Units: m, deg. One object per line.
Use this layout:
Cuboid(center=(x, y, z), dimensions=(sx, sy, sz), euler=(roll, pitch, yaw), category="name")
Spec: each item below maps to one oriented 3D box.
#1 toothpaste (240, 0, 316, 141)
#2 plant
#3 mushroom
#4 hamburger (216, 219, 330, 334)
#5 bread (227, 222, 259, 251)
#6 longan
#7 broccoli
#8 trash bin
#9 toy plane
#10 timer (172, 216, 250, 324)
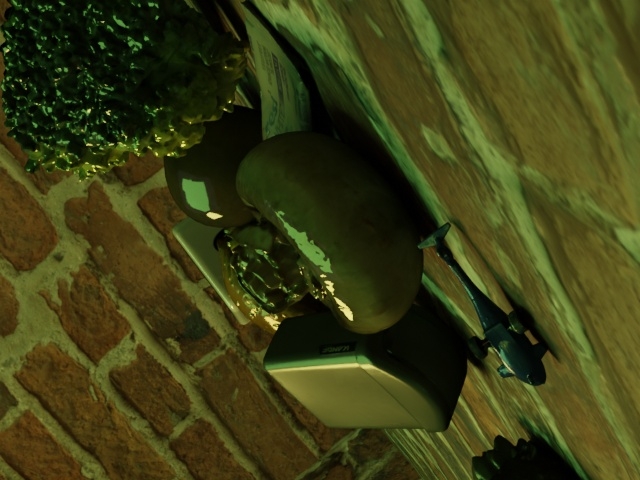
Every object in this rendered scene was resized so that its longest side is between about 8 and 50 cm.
Cuboid(center=(-0.035, -0.133, 1.259), dimensions=(0.099, 0.068, 0.282), euler=(22, 156, 17), category="toothpaste")
Cuboid(center=(0.241, 0.317, 1.360), dimensions=(0.194, 0.132, 0.129), euler=(36, 160, 55), category="plant")
Cuboid(center=(0.000, 0.000, 1.162), dimensions=(0.226, 0.178, 0.226), euler=(42, 172, 7), category="mushroom")
Cuboid(center=(-0.032, 0.061, 1.647), dimensions=(0.260, 0.144, 0.283), euler=(28, -168, -14), category="hamburger")
Cuboid(center=(-0.021, 0.001, 1.383), dimensions=(0.094, 0.102, 0.245), euler=(60, -160, -2), category="bread")
Cuboid(center=(-0.128, -0.103, 1.562), dimensions=(0.189, 0.189, 0.189), euler=(52, 174, 8), category="longan")
Cuboid(center=(-0.219, -0.229, 1.399), dimensions=(0.281, 0.348, 0.293), euler=(8, -101, -55), category="broccoli")
Cuboid(center=(0.065, 0.158, 1.437), dimensions=(0.236, 0.101, 0.177), euler=(-10, 136, 43), category="trash bin")
Cuboid(center=(0.148, 0.062, 1.032), dimensions=(0.167, 0.054, 0.062), euler=(53, -161, -3), category="toy plane")
Cuboid(center=(-0.129, 0.014, 2.113), dimensions=(0.192, 0.195, 0.194), euler=(52, 173, 11), category="timer")
